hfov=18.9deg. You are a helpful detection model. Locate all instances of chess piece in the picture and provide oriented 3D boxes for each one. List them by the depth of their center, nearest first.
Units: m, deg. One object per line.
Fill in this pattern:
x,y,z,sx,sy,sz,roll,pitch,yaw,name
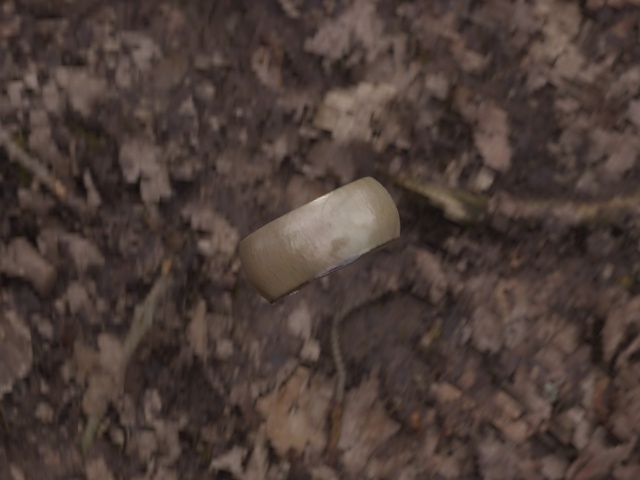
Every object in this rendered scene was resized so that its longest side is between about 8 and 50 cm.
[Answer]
0.000,0.000,0.964,0.083,0.083,0.038,-29,89,-16,chess piece
